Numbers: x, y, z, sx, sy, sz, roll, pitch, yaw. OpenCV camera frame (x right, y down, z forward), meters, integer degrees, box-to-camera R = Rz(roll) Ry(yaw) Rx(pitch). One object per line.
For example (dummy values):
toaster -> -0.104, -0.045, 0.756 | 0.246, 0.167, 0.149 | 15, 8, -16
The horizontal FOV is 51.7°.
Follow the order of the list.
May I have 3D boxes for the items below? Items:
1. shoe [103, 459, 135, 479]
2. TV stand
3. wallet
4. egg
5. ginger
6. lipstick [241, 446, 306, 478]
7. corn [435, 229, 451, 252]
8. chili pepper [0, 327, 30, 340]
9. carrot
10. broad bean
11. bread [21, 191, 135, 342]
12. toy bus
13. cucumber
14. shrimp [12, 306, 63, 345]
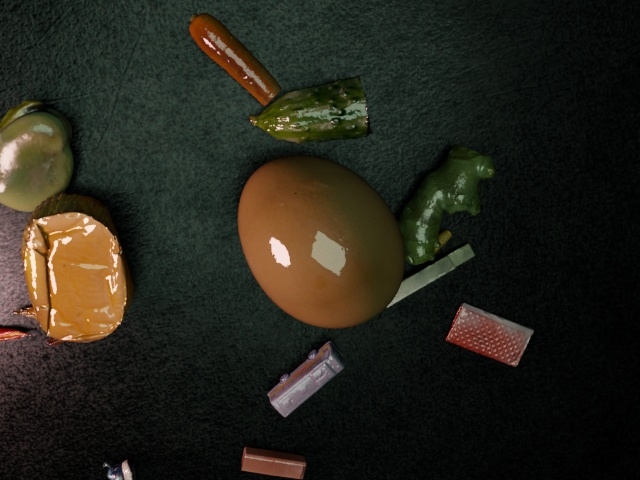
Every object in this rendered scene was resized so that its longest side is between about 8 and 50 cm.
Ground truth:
shoe -> -0.454, 0.568, 1.494 | 0.071, 0.064, 0.143 | -1, 100, -9
TV stand -> 0.239, 0.082, 1.504 | 0.249, 0.042, 0.036 | -30, 84, -3
wallet -> 0.402, 0.224, 1.569 | 0.196, 0.020, 0.103 | 21, 97, -13
egg -> 0.000, 0.000, 1.317 | 0.301, 0.301, 0.374 | -36, 93, 0
ginger -> 0.268, -0.079, 1.445 | 0.137, 0.089, 0.290 | 42, 93, -9
lipstick -> -0.109, 0.520, 1.544 | 0.145, 0.045, 0.045 | 12, 101, -10
corn -> 0.263, 0.009, 1.497 | 0.083, 0.028, 0.027 | -44, 93, 2
chili pepper -> -0.704, 0.199, 1.394 | 0.178, 0.027, 0.045 | -4, 107, -7
carrot -> -0.174, -0.369, 1.331 | 0.225, 0.067, 0.067 | 42, 93, -17
broad bean -> -0.574, -0.164, 1.299 | 0.169, 0.100, 0.228 | 7, 105, -12
bread -> -0.479, 0.047, 1.324 | 0.204, 0.156, 0.288 | -9, 115, -3
toy bus -> -0.032, 0.313, 1.495 | 0.190, 0.075, 0.064 | -40, 104, 2
cucumber -> -0.022, -0.258, 1.353 | 0.244, 0.134, 0.134 | -8, 103, 0
shrimp -> -0.591, 0.178, 1.407 | 0.127, 0.025, 0.091 | 14, 101, -14
